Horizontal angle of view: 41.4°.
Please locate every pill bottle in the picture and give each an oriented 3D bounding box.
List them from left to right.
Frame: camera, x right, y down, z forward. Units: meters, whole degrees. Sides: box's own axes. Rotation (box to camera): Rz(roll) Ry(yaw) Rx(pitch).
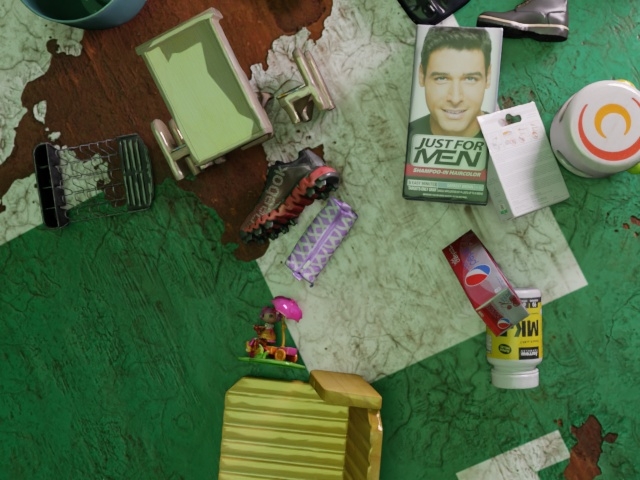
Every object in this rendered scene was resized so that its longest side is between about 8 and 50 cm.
[{"bbox_3d":[0.417,0.208,1.828,0.119,0.119,0.208,-2,91,10],"label":"pill bottle"}]

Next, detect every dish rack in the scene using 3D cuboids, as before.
[{"bbox_3d":[-0.536,-0.146,2.022,0.272,0.074,0.208,-9,90,10],"label":"dish rack"}]

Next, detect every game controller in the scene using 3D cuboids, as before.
[{"bbox_3d":[0.206,-0.637,1.896,0.166,0.067,0.319,-33,85,-5],"label":"game controller"}]

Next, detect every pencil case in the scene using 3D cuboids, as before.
[{"bbox_3d":[0.000,0.000,1.917,0.086,0.088,0.206,34,95,6],"label":"pencil case"}]

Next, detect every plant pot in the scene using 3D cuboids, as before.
[{"bbox_3d":[-0.521,-0.613,1.932,0.293,0.235,0.292,0,90,10],"label":"plant pot"}]

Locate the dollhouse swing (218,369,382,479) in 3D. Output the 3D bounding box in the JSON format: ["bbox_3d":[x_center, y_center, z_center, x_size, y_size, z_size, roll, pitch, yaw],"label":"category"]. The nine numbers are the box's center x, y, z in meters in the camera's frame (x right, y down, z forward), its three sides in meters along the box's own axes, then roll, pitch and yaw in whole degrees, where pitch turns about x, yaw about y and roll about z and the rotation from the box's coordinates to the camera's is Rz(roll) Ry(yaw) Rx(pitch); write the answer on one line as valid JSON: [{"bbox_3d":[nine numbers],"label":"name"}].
[{"bbox_3d":[-0.056,0.471,1.842,0.305,0.315,0.346,5,92,-10],"label":"dollhouse swing"}]

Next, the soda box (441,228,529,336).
[{"bbox_3d":[0.339,0.083,1.765,0.083,0.263,0.092,-37,115,10],"label":"soda box"}]

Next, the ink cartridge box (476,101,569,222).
[{"bbox_3d":[0.420,-0.168,1.804,0.181,0.056,0.224,-18,84,-32],"label":"ink cartridge box"}]

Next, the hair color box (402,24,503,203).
[{"bbox_3d":[0.288,-0.270,1.849,0.185,0.113,0.374,5,91,10],"label":"hair color box"}]

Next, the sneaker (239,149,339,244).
[{"bbox_3d":[-0.090,-0.103,1.931,0.276,0.098,0.135,-40,68,18],"label":"sneaker"}]

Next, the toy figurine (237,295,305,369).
[{"bbox_3d":[-0.104,0.206,1.944,0.173,0.130,0.159,0,76,34],"label":"toy figurine"}]

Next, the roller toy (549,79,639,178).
[{"bbox_3d":[0.587,-0.231,1.778,0.191,0.146,0.209,-7,87,0],"label":"roller toy"}]

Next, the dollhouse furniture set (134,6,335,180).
[{"bbox_3d":[-0.201,-0.316,1.790,0.362,0.394,0.256,-24,96,11],"label":"dollhouse furniture set"}]

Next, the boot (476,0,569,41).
[{"bbox_3d":[0.445,-0.513,1.846,0.198,0.077,0.137,8,87,-3],"label":"boot"}]
